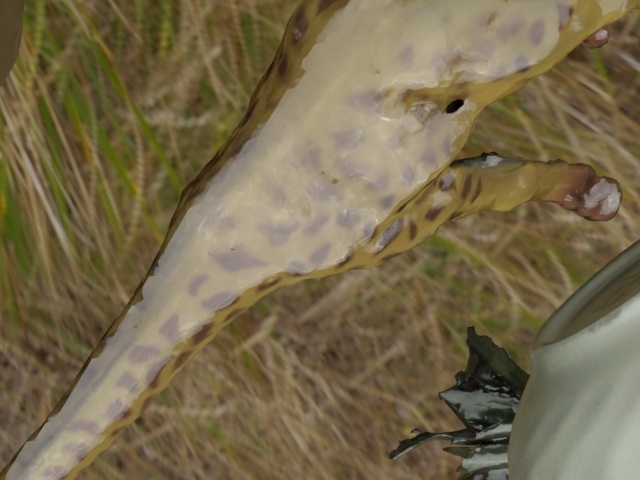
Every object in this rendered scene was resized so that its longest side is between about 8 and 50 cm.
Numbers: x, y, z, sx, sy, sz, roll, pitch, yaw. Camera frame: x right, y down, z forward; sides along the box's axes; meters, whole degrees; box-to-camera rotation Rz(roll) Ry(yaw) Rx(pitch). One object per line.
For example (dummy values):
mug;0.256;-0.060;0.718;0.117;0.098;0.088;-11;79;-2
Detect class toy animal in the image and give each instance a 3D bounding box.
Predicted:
toy animal;-0.001;-0.005;0.496;0.275;0.054;0.149;-37;153;-15

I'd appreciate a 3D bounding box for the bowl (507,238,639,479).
bowl;0.201;0.070;0.973;0.277;0.277;0.145;-37;93;-2

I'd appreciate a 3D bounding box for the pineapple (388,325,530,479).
pineapple;0.223;0.104;1.217;0.364;0.165;0.166;-10;114;2

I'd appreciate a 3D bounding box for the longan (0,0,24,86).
longan;-0.404;-0.188;1.342;0.404;0.336;0.405;-3;118;-6
